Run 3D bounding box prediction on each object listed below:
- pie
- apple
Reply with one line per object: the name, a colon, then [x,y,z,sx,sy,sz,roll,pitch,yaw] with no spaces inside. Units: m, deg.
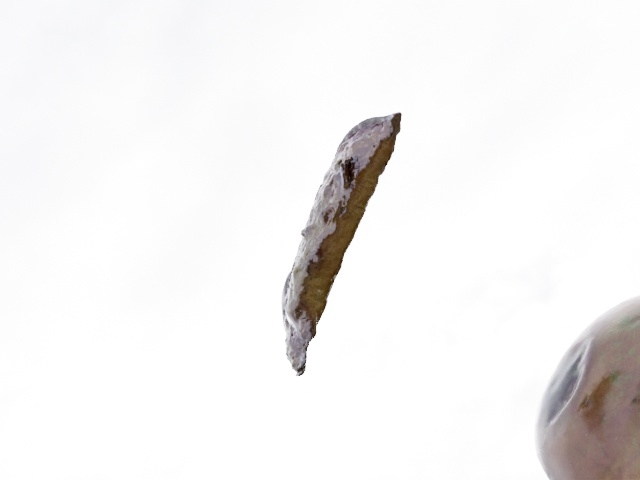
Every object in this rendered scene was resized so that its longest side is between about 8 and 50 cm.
pie: [0.000,-0.002,1.000,0.033,0.088,0.191,23,-97,-17]
apple: [0.271,0.159,1.059,0.207,0.237,0.237,-46,-41,3]
